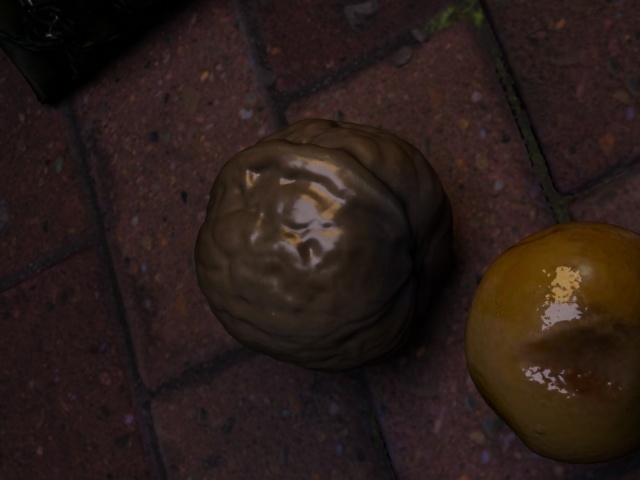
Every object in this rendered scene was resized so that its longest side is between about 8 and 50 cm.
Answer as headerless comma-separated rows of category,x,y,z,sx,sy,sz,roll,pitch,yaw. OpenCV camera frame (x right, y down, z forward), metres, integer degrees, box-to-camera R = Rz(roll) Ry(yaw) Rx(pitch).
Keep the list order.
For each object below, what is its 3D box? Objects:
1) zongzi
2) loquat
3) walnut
zongzi,-0.269,-0.397,1.567,0.383,0.319,0.362,-27,54,-1
loquat,0.226,0.087,1.169,0.213,0.213,0.213,-8,72,25
walnut,0.001,0.001,1.295,0.248,0.248,0.248,-8,72,25
